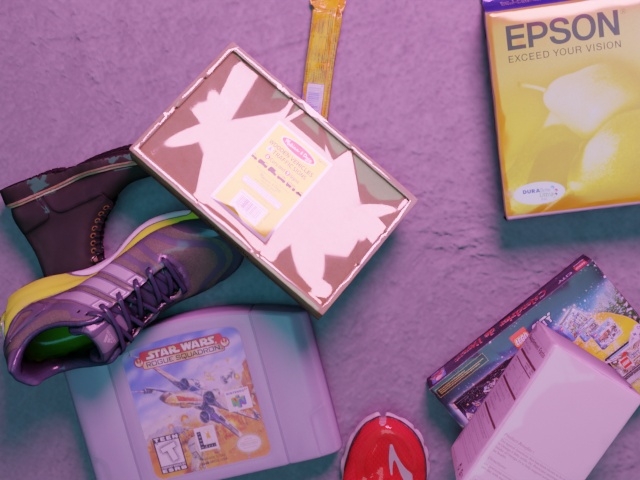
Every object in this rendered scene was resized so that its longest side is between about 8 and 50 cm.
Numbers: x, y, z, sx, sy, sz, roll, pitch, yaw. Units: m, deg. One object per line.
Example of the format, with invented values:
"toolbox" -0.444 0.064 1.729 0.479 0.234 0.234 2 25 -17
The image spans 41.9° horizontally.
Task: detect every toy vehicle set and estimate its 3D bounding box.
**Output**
"toy vehicle set" -0.049 -0.065 0.889 0.267 0.035 0.166 41 75 2

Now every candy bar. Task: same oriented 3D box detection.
"candy bar" -0.001 -0.193 0.935 0.040 0.018 0.161 8 98 6

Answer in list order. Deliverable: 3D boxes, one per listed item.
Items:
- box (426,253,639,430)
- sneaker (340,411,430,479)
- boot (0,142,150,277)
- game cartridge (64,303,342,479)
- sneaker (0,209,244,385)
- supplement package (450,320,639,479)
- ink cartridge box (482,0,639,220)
"box" 0.261 0.151 0.947 0.233 0.044 0.159 -40 93 7
"sneaker" 0.063 0.336 0.945 0.107 0.118 0.279 10 98 2
"boot" -0.248 -0.027 0.953 0.198 0.077 0.137 -15 104 14
"game cartridge" -0.141 0.182 0.974 0.297 0.062 0.198 -14 100 5
"sneaker" -0.213 0.072 0.912 0.300 0.121 0.111 -29 123 4
"supplement package" 0.231 0.195 0.878 0.105 0.105 0.179 33 99 0
"ink cartridge box" 0.330 -0.191 0.879 0.303 0.072 0.307 -7 98 9
